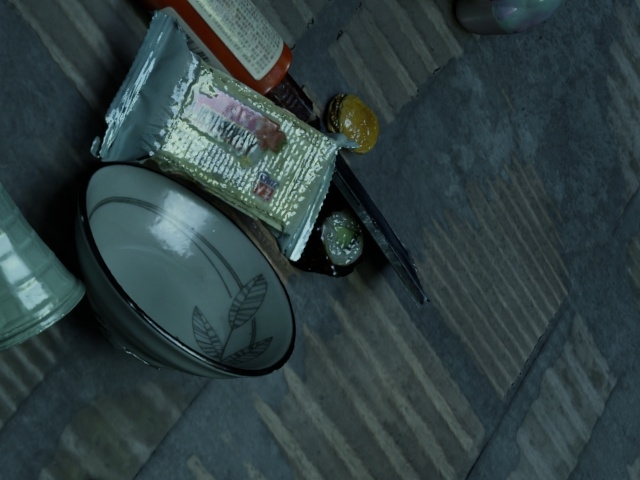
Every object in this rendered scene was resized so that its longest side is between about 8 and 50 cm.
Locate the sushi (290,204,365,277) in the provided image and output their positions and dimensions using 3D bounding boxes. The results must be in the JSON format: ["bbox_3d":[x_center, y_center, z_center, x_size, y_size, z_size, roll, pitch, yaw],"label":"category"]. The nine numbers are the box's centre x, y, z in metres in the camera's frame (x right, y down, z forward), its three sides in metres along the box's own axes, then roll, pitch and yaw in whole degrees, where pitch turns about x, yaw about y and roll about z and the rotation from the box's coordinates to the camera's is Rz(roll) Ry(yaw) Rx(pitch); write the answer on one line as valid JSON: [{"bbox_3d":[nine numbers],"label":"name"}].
[{"bbox_3d":[0.001,0.000,1.849,0.098,0.084,0.094,-20,107,-38],"label":"sushi"}]

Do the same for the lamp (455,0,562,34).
[{"bbox_3d":[0.257,-0.445,2.003,0.301,0.247,0.247,50,59,-40],"label":"lamp"}]

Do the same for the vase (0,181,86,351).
[{"bbox_3d":[-0.378,-0.040,1.452,0.143,0.143,0.299,-42,113,-36],"label":"vase"}]

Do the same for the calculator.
[{"bbox_3d":[0.065,-0.039,1.884,0.021,0.161,0.262,-31,118,8],"label":"calculator"}]

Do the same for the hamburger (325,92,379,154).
[{"bbox_3d":[0.045,-0.160,1.920,0.083,0.044,0.076,42,55,-39],"label":"hamburger"}]

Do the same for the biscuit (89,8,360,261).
[{"bbox_3d":[-0.113,-0.115,1.676,0.309,0.079,0.186,31,82,-32],"label":"biscuit"}]

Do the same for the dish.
[{"bbox_3d":[-0.177,0.055,1.609,0.316,0.106,0.316,36,26,-21],"label":"dish"}]

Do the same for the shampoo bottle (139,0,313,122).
[{"bbox_3d":[-0.108,-0.241,1.732,0.278,0.104,0.104,48,58,-33],"label":"shampoo bottle"}]
